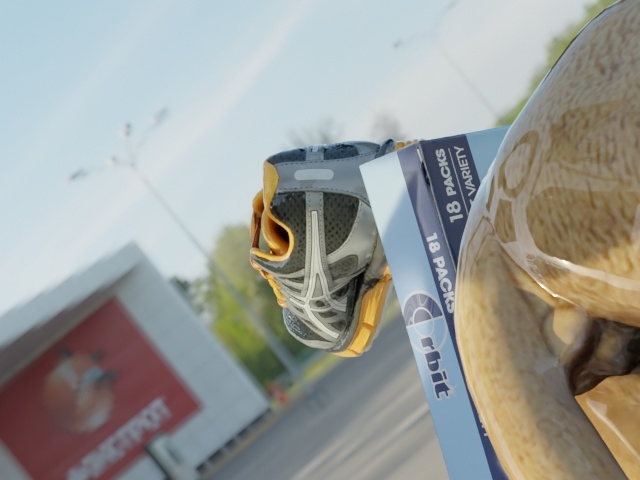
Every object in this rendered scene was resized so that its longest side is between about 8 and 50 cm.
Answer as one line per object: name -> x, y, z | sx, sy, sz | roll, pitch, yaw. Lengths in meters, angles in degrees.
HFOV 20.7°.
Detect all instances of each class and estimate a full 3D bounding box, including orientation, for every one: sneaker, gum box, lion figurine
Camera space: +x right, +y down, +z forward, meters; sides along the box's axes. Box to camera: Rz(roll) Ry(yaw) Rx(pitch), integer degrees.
sneaker -> 0.000, 0.000, 0.916 | 0.083, 0.084, 0.215 | 4, -24, -8
gum box -> 0.115, 0.025, 0.753 | 0.184, 0.157, 0.041 | -13, -4, -42
lion figurine -> 0.146, -0.035, 0.370 | 0.392, 0.240, 0.142 | -26, -43, -31
